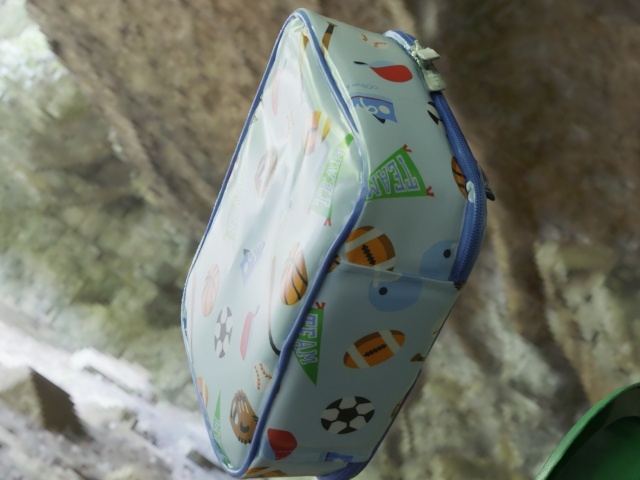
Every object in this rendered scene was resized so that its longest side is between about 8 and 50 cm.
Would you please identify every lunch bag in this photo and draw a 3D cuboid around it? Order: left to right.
[{"bbox_3d":[0.000,0.000,0.964,0.114,0.303,0.243,10,36,-23],"label":"lunch bag"}]

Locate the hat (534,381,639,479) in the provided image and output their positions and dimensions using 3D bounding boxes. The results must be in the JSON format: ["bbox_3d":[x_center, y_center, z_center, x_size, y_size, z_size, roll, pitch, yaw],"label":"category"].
[{"bbox_3d":[0.190,0.166,0.597,0.183,0.209,0.173,24,-9,35],"label":"hat"}]
